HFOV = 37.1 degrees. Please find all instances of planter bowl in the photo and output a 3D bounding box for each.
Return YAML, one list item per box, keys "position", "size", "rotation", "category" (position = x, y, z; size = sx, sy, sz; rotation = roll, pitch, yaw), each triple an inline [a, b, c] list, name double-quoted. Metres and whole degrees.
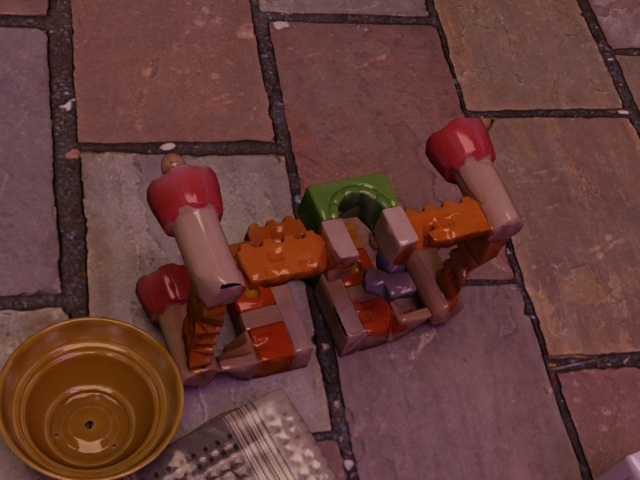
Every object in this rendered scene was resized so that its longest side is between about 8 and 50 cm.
- position: [-0.279, 0.207, 1.153]
  size: [0.217, 0.090, 0.217]
  rotation: [8, 52, -10]
  category: "planter bowl"

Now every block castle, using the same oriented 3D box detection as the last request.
- position: [0.000, 0.000, 1.234]
  size: [0.453, 0.303, 0.212]
  rotation: [-13, 61, -22]
  category: "block castle"

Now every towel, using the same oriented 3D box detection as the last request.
- position: [-0.096, 0.370, 1.130]
  size: [0.312, 0.056, 0.324]
  rotation: [-24, 68, -23]
  category: "towel"

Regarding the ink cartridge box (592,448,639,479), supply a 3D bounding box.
- position: [0.442, 0.394, 1.153]
  size: [0.114, 0.197, 0.272]
  rotation: [-17, 63, -23]
  category: "ink cartridge box"
